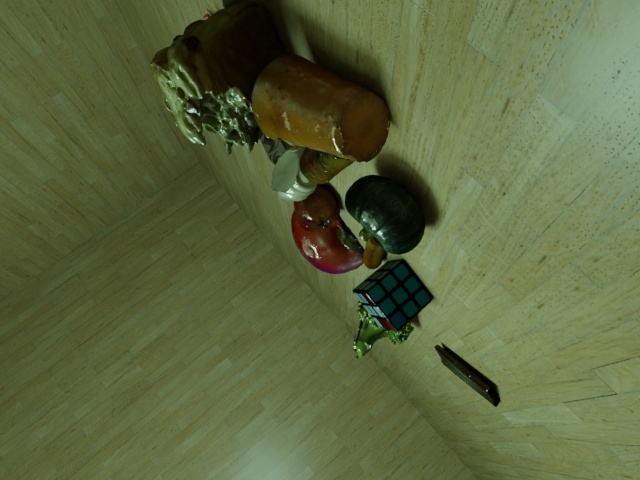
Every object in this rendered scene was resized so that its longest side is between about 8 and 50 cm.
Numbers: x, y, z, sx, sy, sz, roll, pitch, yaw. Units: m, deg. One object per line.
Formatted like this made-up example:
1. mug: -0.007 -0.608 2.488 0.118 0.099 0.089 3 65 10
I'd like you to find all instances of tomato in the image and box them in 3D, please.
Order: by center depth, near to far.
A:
1. tomato: 0.000 0.006 1.779 0.334 0.176 0.290 53 170 -13

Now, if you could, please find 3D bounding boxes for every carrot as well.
1. carrot: -0.003 -0.266 0.984 0.254 0.196 0.196 37 161 42
2. carrot: 0.020 -0.218 1.211 0.114 0.114 0.302 53 165 -5
3. carrot: 0.172 0.037 1.502 0.067 0.067 0.225 47 165 19

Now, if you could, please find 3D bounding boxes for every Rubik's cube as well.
1. Rubik's cube: 0.223 0.171 1.475 0.162 0.161 0.163 52 168 -4

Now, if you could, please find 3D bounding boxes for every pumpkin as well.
1. pumpkin: 0.149 -0.058 1.109 0.211 0.152 0.211 53 172 11

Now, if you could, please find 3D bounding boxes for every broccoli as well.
1. broccoli: 0.239 0.300 1.674 0.181 0.273 0.242 0 139 30

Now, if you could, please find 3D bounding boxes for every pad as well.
1. pad: -0.147 -0.319 1.762 0.330 0.004 0.220 40 163 43

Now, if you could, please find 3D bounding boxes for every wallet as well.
1. wallet: 0.498 0.456 1.600 0.243 0.039 0.133 35 166 50

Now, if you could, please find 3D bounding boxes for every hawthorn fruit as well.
1. hawthorn fruit: -0.028 -0.133 1.583 0.203 0.163 0.162 62 172 22

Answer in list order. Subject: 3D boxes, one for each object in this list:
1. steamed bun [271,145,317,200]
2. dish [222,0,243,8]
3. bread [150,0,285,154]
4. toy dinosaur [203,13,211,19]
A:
1. steamed bun: -0.074 -0.205 1.495 0.106 0.182 0.183 18 -170 -37
2. dish: -0.203 -0.583 1.104 0.039 0.091 0.137 5 164 1
3. bread: -0.222 -0.353 1.079 0.192 0.370 0.314 3 136 26
4. toy dinosaur: -0.270 -0.576 1.370 0.286 0.070 0.139 34 169 46
